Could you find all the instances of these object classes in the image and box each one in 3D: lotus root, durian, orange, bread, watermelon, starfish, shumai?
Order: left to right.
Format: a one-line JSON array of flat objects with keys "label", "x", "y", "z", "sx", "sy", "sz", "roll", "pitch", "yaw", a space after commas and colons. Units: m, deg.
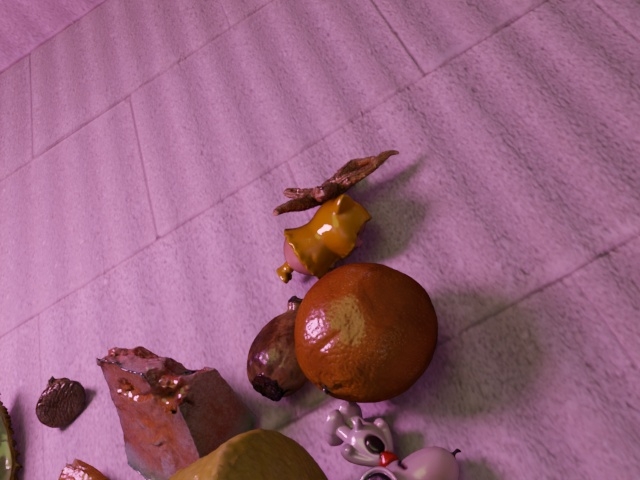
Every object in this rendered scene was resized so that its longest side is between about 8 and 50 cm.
[{"label": "durian", "x": -0.799, "y": 0.488, "z": 1.594, "sx": 0.163, "sy": 0.198, "sz": 0.395, "roll": -21, "pitch": 49, "yaw": 19}, {"label": "shumai", "x": -0.613, "y": 0.367, "z": 1.646, "sx": 0.124, "sy": 0.099, "sz": 0.087, "roll": -47, "pitch": 31, "yaw": -8}, {"label": "watermelon", "x": -0.278, "y": 0.340, "z": 1.396, "sx": 0.264, "sy": 0.302, "sz": 0.151, "roll": 4, "pitch": 24, "yaw": 34}, {"label": "bread", "x": -0.133, "y": 0.500, "z": 1.117, "sx": 0.307, "sy": 0.348, "sz": 0.348, "roll": -30, "pitch": 47, "yaw": 25}, {"label": "lotus root", "x": -0.066, "y": 0.213, "z": 1.396, "sx": 0.138, "sy": 0.138, "sz": 0.214, "roll": 7, "pitch": 62, "yaw": 34}, {"label": "starfish", "x": 0.015, "y": -0.112, "z": 1.543, "sx": 0.299, "sy": 0.060, "sz": 0.302, "roll": -16, "pitch": 14, "yaw": 30}, {"label": "orange", "x": 0.078, "y": 0.167, "z": 1.254, "sx": 0.264, "sy": 0.264, "sz": 0.264, "roll": -16, "pitch": 52, "yaw": 21}]

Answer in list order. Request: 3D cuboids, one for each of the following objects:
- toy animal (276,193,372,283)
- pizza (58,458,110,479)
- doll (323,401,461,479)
[{"label": "toy animal", "x": 0.000, "y": 0.000, "z": 1.490, "sx": 0.230, "sy": 0.156, "sz": 0.156, "roll": -44, "pitch": 47, "yaw": 4}, {"label": "pizza", "x": -0.511, "y": 0.611, "z": 1.424, "sx": 0.189, "sy": 0.071, "sz": 0.297, "roll": 16, "pitch": 71, "yaw": 24}, {"label": "doll", "x": 0.099, "y": 0.400, "z": 1.176, "sx": 0.271, "sy": 0.144, "sz": 0.208, "roll": 16, "pitch": 48, "yaw": 34}]
